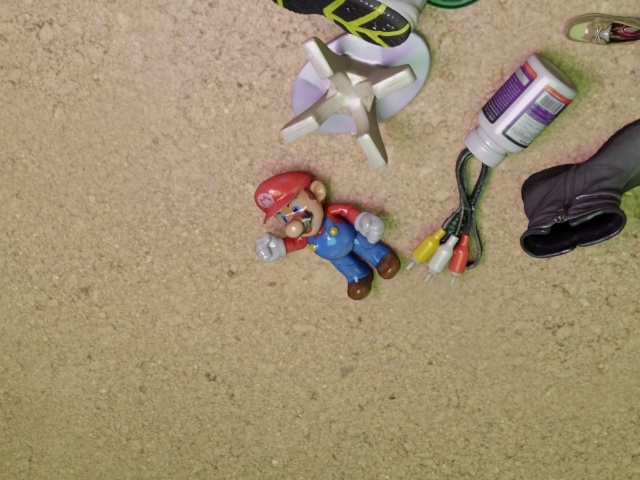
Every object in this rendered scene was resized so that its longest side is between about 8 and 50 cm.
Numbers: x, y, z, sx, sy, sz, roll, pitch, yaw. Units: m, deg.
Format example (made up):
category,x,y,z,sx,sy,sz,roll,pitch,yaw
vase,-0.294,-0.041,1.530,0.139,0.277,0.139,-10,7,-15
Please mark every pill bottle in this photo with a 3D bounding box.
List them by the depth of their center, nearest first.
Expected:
category,x,y,z,sx,sy,sz,roll,pitch,yaw
pill bottle,0.346,-0.223,1.406,0.108,0.108,0.193,36,119,-10

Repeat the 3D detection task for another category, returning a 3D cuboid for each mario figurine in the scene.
category,x,y,z,sx,sy,sz,roll,pitch,yaw
mario figurine,0.000,0.000,1.553,0.320,0.170,0.198,39,84,-20

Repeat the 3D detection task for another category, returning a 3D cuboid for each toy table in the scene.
category,x,y,z,sx,sy,sz,roll,pitch,yaw
toy table,0.058,-0.263,1.407,0.274,0.161,0.252,-35,107,26

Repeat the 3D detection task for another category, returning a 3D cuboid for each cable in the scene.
category,x,y,z,sx,sy,sz,roll,pitch,yaw
cable,0.279,-0.037,1.543,0.139,0.072,0.287,19,120,-7

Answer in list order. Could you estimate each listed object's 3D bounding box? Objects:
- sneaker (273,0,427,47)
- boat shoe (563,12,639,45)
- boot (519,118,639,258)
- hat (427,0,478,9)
category,x,y,z,sx,sy,sz,roll,pitch,yaw
sneaker,0.009,-0.456,1.322,0.385,0.145,0.147,31,77,13
boat shoe,0.479,-0.353,1.344,0.135,0.045,0.050,0,119,11
boot,0.508,-0.083,1.387,0.338,0.222,0.118,-31,109,24
hat,0.201,-0.449,1.261,0.173,0.183,0.208,-13,116,17
